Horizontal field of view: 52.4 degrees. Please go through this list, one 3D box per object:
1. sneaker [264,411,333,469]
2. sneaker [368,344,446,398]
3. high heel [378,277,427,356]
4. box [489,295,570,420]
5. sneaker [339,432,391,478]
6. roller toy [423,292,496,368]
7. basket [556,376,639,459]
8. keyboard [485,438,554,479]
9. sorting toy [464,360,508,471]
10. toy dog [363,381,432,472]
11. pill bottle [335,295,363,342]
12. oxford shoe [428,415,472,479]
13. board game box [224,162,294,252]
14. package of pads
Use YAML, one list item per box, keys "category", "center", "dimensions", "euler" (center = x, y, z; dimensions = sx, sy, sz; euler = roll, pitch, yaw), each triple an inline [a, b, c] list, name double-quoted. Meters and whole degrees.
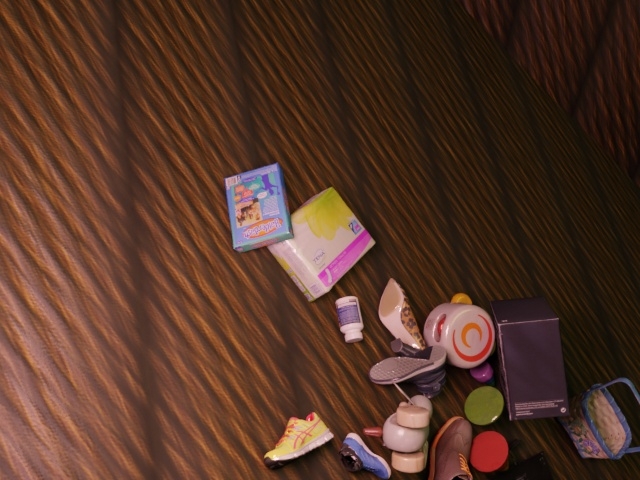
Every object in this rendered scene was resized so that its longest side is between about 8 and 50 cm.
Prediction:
- category: "sneaker"
  center: [-0.065, 0.480, 1.573]
  dimensions: [0.208, 0.081, 0.094]
  euler: [-11, 67, -49]
- category: "sneaker"
  center: [0.255, 0.398, 1.864]
  dimensions: [0.226, 0.164, 0.086]
  euler: [-14, 43, -3]
- category: "high heel"
  center: [0.263, 0.253, 1.970]
  dimensions: [0.186, 0.093, 0.261]
  euler: [35, 39, -41]
- category: "box"
  center: [0.632, 0.348, 1.984]
  dimensions: [0.296, 0.182, 0.294]
  euler: [-40, 121, -77]
- category: "sneaker"
  center: [0.109, 0.574, 1.665]
  dimensions: [0.152, 0.058, 0.084]
  euler: [47, 40, -3]
- category: "roller toy"
  center: [0.419, 0.285, 1.991]
  dimensions: [0.191, 0.146, 0.210]
  euler: [-26, 99, -21]
- category: "basket"
  center: [0.972, 0.608, 2.186]
  dimensions: [0.201, 0.289, 0.255]
  euler: [-25, 81, -49]
- category: "keyboard"
  center: [0.603, 0.714, 2.012]
  dimensions: [0.317, 0.033, 0.202]
  euler: [-4, 71, -41]
- category: "sorting toy"
  center: [0.525, 0.551, 1.989]
  dimensions: [0.126, 0.127, 0.366]
  euler: [46, 34, -34]
- category: "toy dog"
  center: [0.206, 0.486, 1.712]
  dimensions: [0.160, 0.334, 0.220]
  euler: [7, 73, 12]
- category: "pill bottle"
  center: [0.084, 0.223, 1.834]
  dimensions: [0.067, 0.067, 0.120]
  euler: [7, 62, -36]
- category: "oxford shoe"
  center: [0.374, 0.640, 1.791]
  dimensions: [0.130, 0.132, 0.364]
  euler: [43, 47, -15]
- category: "board game box"
  center: [-0.166, -0.088, 1.744]
  dimensions: [0.047, 0.160, 0.210]
  euler: [51, 27, -66]
- category: "package of pads"
  center: [0.000, 0.000, 1.864]
  dimensions: [0.229, 0.101, 0.296]
  euler: [52, 45, -5]
